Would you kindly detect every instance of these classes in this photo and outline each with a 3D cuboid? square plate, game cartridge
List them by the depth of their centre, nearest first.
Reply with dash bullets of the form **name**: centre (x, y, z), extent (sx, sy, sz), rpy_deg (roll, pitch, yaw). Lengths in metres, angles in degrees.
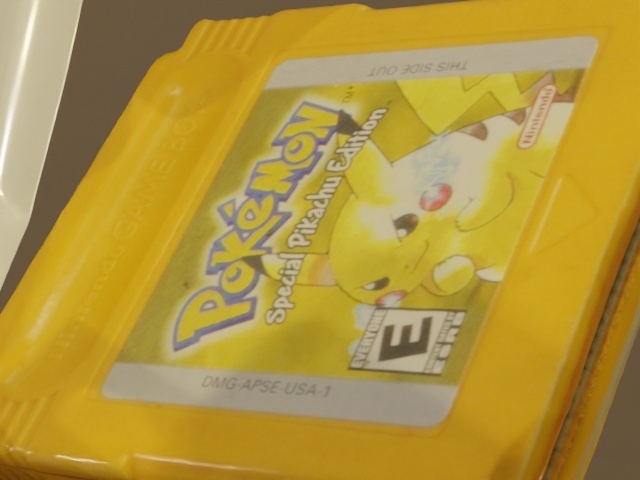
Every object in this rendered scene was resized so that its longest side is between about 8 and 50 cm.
- **game cartridge**: centre (0.000, 0.000, 0.720), extent (0.324, 0.285, 0.052), rpy_deg (2, -37, 36)
- **square plate**: centre (-0.218, -0.061, 0.991), extent (0.049, 0.347, 0.344), rpy_deg (17, -56, -4)
